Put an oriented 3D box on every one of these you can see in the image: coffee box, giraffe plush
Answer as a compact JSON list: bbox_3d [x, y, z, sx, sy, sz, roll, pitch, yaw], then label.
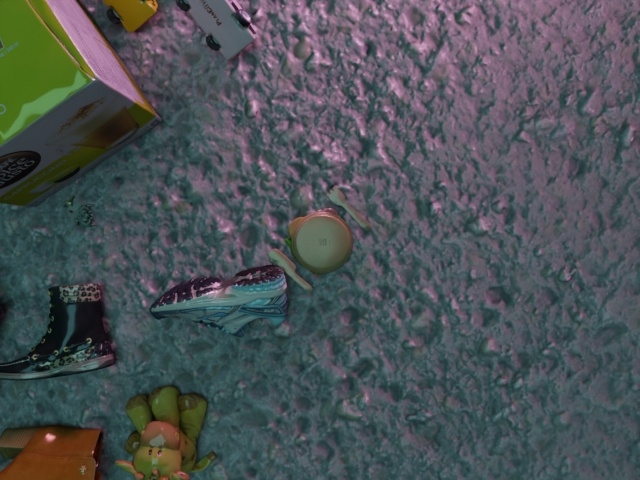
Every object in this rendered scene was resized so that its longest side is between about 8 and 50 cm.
[{"bbox_3d":[-0.567,-0.296,1.266,0.338,0.334,0.338,-34,86,3],"label":"coffee box"},{"bbox_3d":[-0.306,0.397,1.312,0.181,0.170,0.210,-18,87,4],"label":"giraffe plush"}]

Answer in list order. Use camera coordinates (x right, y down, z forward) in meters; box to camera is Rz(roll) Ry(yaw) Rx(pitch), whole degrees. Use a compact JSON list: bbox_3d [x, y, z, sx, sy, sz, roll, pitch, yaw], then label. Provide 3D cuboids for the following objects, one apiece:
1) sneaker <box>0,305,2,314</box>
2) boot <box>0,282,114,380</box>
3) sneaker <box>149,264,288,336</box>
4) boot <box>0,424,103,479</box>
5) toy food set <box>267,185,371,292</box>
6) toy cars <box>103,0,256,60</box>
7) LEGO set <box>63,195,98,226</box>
[{"bbox_3d":[-0.697,0.181,1.377,0.121,0.111,0.299,-17,105,-32],"label":"sneaker"},{"bbox_3d":[-0.542,0.184,1.380,0.236,0.085,0.178,-7,86,-2],"label":"boot"},{"bbox_3d":[-0.198,0.139,1.344,0.283,0.110,0.122,-10,107,12],"label":"sneaker"},{"bbox_3d":[-0.538,0.488,1.304,0.211,0.104,0.295,3,50,2],"label":"boot"},{"bbox_3d":[0.000,0.000,1.370,0.192,0.038,0.132,-45,93,-3],"label":"toy food set"},{"bbox_3d":[-0.305,-0.494,1.373,0.394,0.087,0.176,17,125,3],"label":"toy cars"},{"bbox_3d":[-0.495,-0.057,1.410,0.083,0.023,0.054,22,90,4],"label":"LEGO set"}]
